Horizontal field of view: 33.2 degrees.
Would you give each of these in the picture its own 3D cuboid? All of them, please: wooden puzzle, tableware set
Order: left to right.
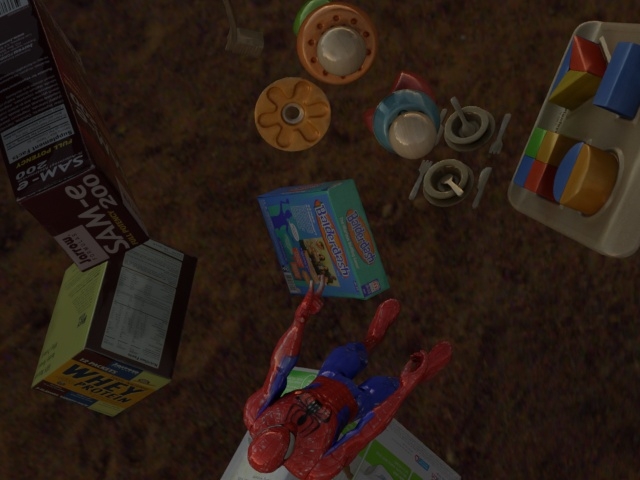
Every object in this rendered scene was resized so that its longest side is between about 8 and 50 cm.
[{"bbox_3d":[0.223,-0.144,1.748,0.128,0.039,0.194,9,63,31],"label":"tableware set"},{"bbox_3d":[0.391,-0.166,1.544,0.322,0.080,0.348,-68,19,8],"label":"wooden puzzle"}]

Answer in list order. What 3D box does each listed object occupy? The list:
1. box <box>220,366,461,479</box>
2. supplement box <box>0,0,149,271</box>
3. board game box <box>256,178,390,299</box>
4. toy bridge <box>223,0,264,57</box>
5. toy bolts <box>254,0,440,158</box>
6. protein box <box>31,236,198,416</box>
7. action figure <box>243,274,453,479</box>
[{"bbox_3d":[0.020,0.325,1.338,0.127,0.262,0.231,0,54,51],"label":"box"},{"bbox_3d":[-0.237,-0.106,0.950,0.073,0.130,0.239,-25,60,0],"label":"supplement box"},{"bbox_3d":[0.000,0.000,1.513,0.047,0.160,0.210,-24,12,-28],"label":"board game box"},{"bbox_3d":[-0.060,-0.247,1.003,0.063,0.188,0.026,9,49,-19],"label":"toy bridge"},{"bbox_3d":[0.040,-0.167,1.360,0.218,0.228,0.158,-54,17,16],"label":"toy bolts"},{"bbox_3d":[-0.298,0.120,1.564,0.200,0.136,0.201,-34,39,48],"label":"protein box"},{"bbox_3d":[0.035,0.085,0.792,0.091,0.280,0.139,37,117,13],"label":"action figure"}]
